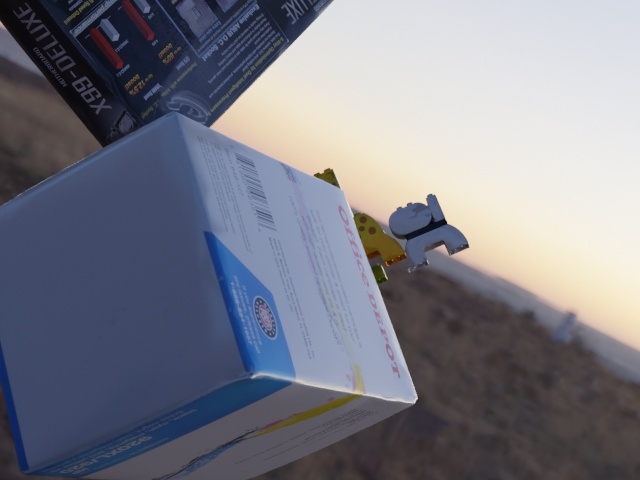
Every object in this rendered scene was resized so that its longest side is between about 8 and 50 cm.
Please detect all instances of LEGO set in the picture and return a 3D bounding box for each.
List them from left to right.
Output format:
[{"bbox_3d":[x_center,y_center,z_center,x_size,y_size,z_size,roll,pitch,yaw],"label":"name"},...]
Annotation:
[{"bbox_3d":[0.000,0.000,1.147,0.087,0.227,0.093,56,12,-75],"label":"LEGO set"}]

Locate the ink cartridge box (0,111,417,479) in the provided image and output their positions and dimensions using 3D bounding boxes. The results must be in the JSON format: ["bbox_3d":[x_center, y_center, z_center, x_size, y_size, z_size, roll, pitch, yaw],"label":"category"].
[{"bbox_3d":[-0.076,0.052,0.895,0.232,0.168,0.171,22,46,-60],"label":"ink cartridge box"}]

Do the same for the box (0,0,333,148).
[{"bbox_3d":[-0.131,-0.243,1.220,0.076,0.307,0.242,-12,-58,51],"label":"box"}]
